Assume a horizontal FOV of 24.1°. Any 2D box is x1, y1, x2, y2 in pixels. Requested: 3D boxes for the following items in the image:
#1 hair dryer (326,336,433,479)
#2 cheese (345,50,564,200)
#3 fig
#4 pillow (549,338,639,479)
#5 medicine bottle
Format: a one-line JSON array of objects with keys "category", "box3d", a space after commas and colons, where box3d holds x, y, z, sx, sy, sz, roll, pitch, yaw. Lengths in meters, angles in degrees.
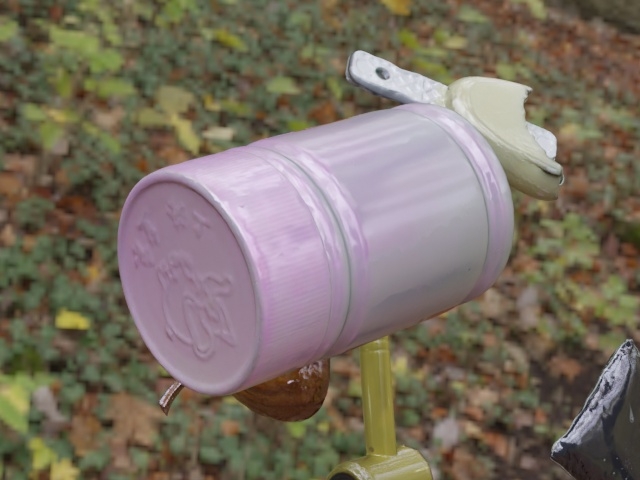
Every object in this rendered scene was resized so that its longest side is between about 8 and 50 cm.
[{"category": "hair dryer", "box3d": [0.068, 0.233, 1.989, 0.090, 0.279, 0.135, -2, 3, 43]}, {"category": "cheese", "box3d": [0.133, -0.126, 1.464, 0.235, 0.050, 0.127, 19, 49, -13]}, {"category": "fig", "box3d": [-0.088, 0.151, 1.748, 0.201, 0.134, 0.146, -5, -12, -2]}, {"category": "pillow", "box3d": [0.301, 0.207, 1.424, 0.055, 0.141, 0.208, 9, -34, 50]}, {"category": "medicine bottle", "box3d": [0.000, 0.000, 1.328, 0.316, 0.202, 0.202, -17, 22, -41]}]
